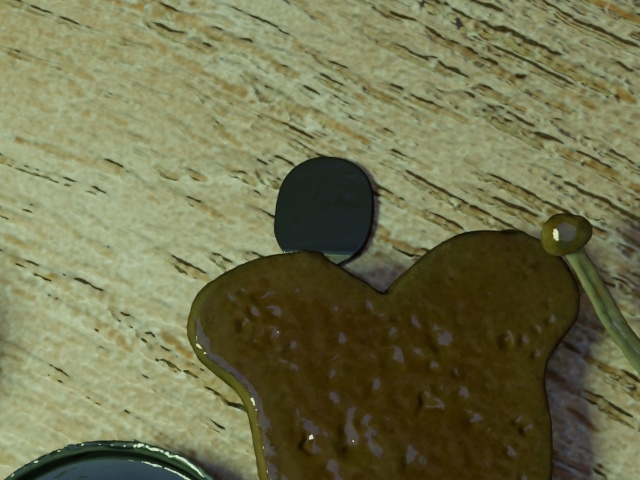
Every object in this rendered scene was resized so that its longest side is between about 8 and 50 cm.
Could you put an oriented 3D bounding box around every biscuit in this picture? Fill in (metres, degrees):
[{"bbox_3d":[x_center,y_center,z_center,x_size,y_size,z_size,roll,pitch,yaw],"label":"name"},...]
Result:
[{"bbox_3d":[0.052,0.195,1.528,0.368,0.076,0.394,-6,73,-10],"label":"biscuit"}]

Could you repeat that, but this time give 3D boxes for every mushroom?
[{"bbox_3d":[0.293,0.092,1.552,0.306,0.068,0.043,42,42,1],"label":"mushroom"}]

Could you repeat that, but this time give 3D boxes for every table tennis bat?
[{"bbox_3d":[0.000,0.000,1.648,0.087,0.013,0.156,5,72,8],"label":"table tennis bat"}]

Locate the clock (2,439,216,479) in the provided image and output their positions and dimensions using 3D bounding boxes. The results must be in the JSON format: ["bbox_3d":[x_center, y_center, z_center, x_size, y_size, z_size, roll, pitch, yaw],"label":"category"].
[{"bbox_3d":[-0.173,0.303,1.550,0.281,0.055,0.280,-2,72,6],"label":"clock"}]
